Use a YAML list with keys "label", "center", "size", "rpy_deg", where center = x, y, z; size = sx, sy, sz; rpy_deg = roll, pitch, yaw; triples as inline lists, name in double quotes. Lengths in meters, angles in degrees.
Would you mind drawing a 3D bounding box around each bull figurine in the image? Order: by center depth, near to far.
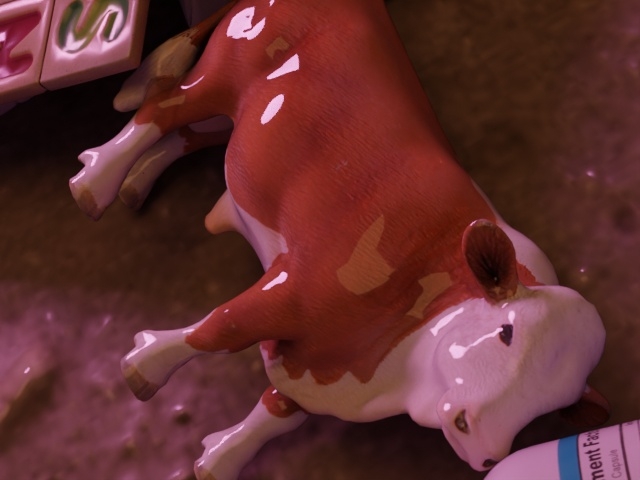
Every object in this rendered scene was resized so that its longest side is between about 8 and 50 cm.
- label: "bull figurine"
  center: [0.000, 0.000, 0.678]
  size: [0.188, 0.101, 0.310]
  rpy_deg: [-28, 47, 9]

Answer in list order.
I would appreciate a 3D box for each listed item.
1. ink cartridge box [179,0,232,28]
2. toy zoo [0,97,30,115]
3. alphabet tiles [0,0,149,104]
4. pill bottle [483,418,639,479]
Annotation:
- label: "ink cartridge box"
  center: [0.013, -0.264, 0.869]
  size: [0.261, 0.066, 0.296]
  rpy_deg: [-15, 53, -9]
- label: "toy zoo"
  center: [-0.285, -0.101, 0.900]
  size: [0.293, 0.030, 0.192]
  rpy_deg: [-32, 53, -1]
- label: "alphabet tiles"
  center: [-0.172, -0.193, 0.833]
  size: [0.342, 0.011, 0.285]
  rpy_deg: [-10, 61, 30]
- label: "pill bottle"
  center: [0.148, 0.125, 0.515]
  size: [0.264, 0.146, 0.146]
  rpy_deg: [-16, 54, 12]
